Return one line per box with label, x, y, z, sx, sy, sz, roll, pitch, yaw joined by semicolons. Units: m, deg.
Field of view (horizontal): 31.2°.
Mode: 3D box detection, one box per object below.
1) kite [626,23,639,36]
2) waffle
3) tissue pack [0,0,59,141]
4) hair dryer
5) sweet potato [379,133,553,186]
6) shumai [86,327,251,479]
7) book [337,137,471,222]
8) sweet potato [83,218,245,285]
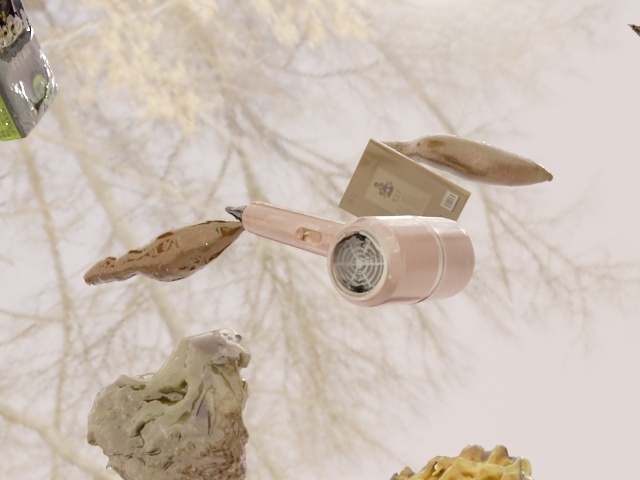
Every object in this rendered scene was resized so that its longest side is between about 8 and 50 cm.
kite;0.562;-0.286;1.667;0.241;0.183;0.014;4;-141;2
waffle;0.178;0.471;1.805;0.380;0.095;0.382;-23;-164;14
tissue pack;-0.473;-0.282;1.677;0.073;0.235;0.173;-12;-153;14
hair dryer;0.000;0.000;1.426;0.344;0.106;0.189;14;-170;36
sweet potato;0.260;-0.151;2.159;0.346;0.108;0.079;13;-102;18
shumai;-0.259;0.308;2.128;0.346;0.283;0.217;33;-156;28
book;0.142;-0.070;1.955;0.138;0.199;0.016;-64;168;20
sweet potato;-0.218;0.024;1.592;0.269;0.074;0.075;-18;-157;16
